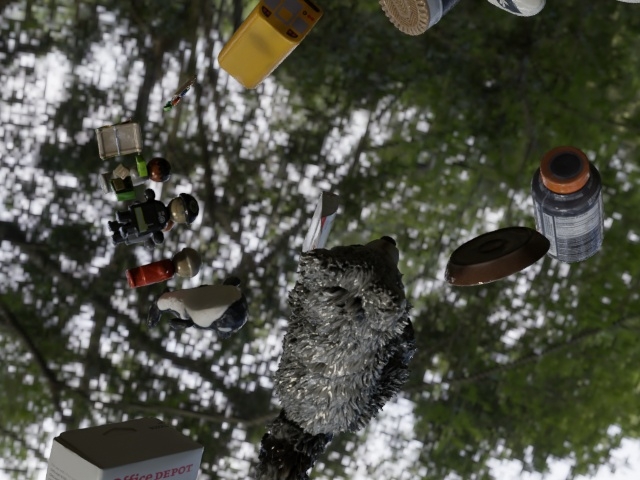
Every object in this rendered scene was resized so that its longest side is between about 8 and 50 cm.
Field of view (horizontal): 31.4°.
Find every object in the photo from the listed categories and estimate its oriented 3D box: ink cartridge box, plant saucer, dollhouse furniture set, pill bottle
[{"bbox_3d":[0.000,0.000,2.353,0.045,0.145,0.179,15,-150,-10],"label":"ink cartridge box"},{"bbox_3d":[0.262,0.018,1.719,0.168,0.029,0.168,-20,-165,5],"label":"plant saucer"},{"bbox_3d":[-0.332,0.460,1.822,0.129,0.307,0.223,21,-166,37],"label":"ink cartridge box"},{"bbox_3d":[-0.343,-0.147,1.953,0.076,0.152,0.058,-13,-145,-14],"label":"dollhouse furniture set"},{"bbox_3d":[0.463,-0.073,2.126,0.130,0.246,0.130,-7,-123,11],"label":"pill bottle"}]

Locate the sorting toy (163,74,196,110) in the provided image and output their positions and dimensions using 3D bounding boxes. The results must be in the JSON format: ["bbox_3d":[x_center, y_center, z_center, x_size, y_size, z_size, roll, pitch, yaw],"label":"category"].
[{"bbox_3d":[-0.239,-0.237,1.895,0.012,0.062,0.083,42,-120,-7],"label":"sorting toy"}]

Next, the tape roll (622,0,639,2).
[{"bbox_3d":[0.672,-0.647,2.403,0.246,0.246,0.169,17,-145,5],"label":"tape roll"}]

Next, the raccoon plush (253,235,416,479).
[{"bbox_3d":[0.021,0.209,1.643,0.216,0.446,0.299,10,169,6],"label":"raccoon plush"}]

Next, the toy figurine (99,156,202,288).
[{"bbox_3d":[-0.314,-0.037,2.129,0.148,0.213,0.209,-16,-137,-16],"label":"toy figurine"}]

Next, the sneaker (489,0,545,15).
[{"bbox_3d":[0.284,-0.467,1.924,0.235,0.094,0.153,50,-160,-3],"label":"sneaker"}]

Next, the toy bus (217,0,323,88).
[{"bbox_3d":[-0.107,-0.393,2.212,0.108,0.332,0.130,39,-112,-10],"label":"toy bus"}]

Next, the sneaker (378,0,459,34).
[{"bbox_3d":[0.103,-0.386,1.252,0.153,0.282,0.099,-36,-153,-26],"label":"sneaker"}]

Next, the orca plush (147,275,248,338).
[{"bbox_3d":[-0.214,0.150,2.082,0.287,0.102,0.151,-11,-155,41],"label":"orca plush"}]
